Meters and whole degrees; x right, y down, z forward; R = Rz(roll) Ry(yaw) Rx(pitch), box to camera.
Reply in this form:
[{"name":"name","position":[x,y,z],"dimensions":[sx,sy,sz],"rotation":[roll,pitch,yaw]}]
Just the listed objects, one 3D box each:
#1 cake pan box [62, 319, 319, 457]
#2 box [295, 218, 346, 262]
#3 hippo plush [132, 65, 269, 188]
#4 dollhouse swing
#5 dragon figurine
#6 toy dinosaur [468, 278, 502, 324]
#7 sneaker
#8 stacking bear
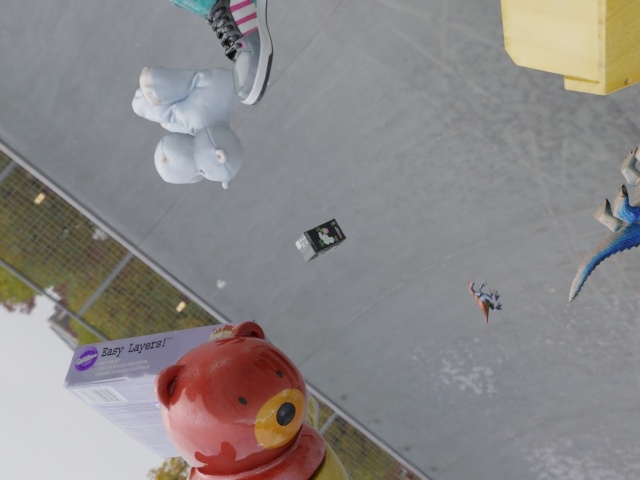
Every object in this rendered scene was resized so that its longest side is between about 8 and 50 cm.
[{"name":"cake pan box","position":[-0.162,0.209,0.823],"dimensions":[0.246,0.266,0.070],"rotation":[62,-157,-44]},{"name":"box","position":[0.000,0.000,1.303],"dimensions":[0.052,0.083,0.062],"rotation":[60,152,9]},{"name":"hippo plush","position":[-0.236,-0.221,1.294],"dimensions":[0.234,0.293,0.237],"rotation":[107,154,-77]},{"name":"dollhouse swing","position":[0.639,-0.569,1.451],"dimensions":[0.305,0.314,0.347],"rotation":[-121,11,-56]},{"name":"dragon figurine","position":[0.414,-0.030,0.733],"dimensions":[0.144,0.289,0.085],"rotation":[31,162,11]},{"name":"toy dinosaur","position":[0.292,0.102,1.134],"dimensions":[0.082,0.090,0.047],"rotation":[9,134,55]},{"name":"sneaker","position":[-0.182,-0.395,1.096],"dimensions":[0.178,0.296,0.123],"rotation":[1,173,-32]},{"name":"stacking bear","position":[-0.040,0.214,0.500],"dimensions":[0.164,0.175,0.289],"rotation":[-6,105,51]}]
